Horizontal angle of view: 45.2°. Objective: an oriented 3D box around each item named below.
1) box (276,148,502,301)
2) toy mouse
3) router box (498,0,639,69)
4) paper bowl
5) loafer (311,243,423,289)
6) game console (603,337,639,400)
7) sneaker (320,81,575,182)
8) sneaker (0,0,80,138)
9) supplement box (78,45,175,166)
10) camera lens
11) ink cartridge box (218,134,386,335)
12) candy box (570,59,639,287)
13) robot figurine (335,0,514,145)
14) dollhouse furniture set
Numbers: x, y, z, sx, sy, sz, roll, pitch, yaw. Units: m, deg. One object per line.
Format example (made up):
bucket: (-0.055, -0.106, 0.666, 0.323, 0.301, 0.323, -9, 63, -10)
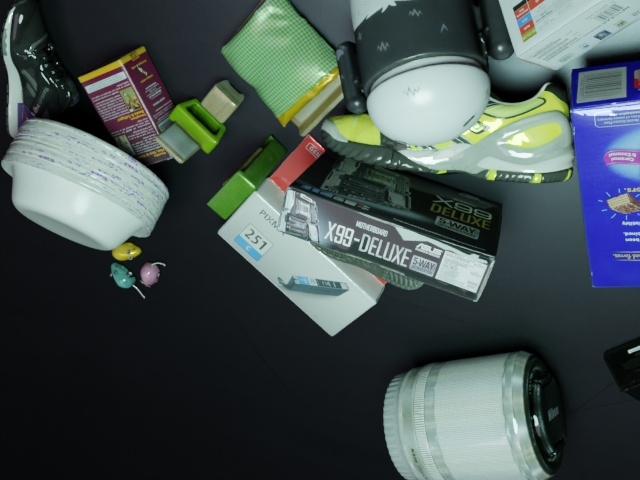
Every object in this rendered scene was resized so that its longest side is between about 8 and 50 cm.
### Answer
box: (0.117, -0.035, 1.175, 0.307, 0.242, 0.076, 20, 115, 9)
toy mouse: (-0.392, 0.071, 1.613, 0.161, 0.031, 0.143, 8, 124, 19)
router box: (0.322, -0.400, 0.819, 0.335, 0.082, 0.301, -30, 65, 46)
paper bowl: (-0.427, -0.084, 1.371, 0.284, 0.148, 0.284, 20, 164, 6)
loafer: (0.073, -0.007, 1.300, 0.251, 0.087, 0.094, 30, 143, 5)
game console: (0.563, 0.212, 1.297, 0.122, 0.071, 0.107, -34, 74, 35)
sneaker: (0.187, -0.171, 1.160, 0.385, 0.145, 0.147, 7, 97, 20)
sneaker: (-0.492, -0.302, 1.390, 0.124, 0.107, 0.283, 13, 130, -2)
supplement box: (-0.323, -0.230, 1.356, 0.104, 0.081, 0.188, -13, 115, 30)
camera lens: (0.277, 0.317, 1.359, 0.274, 0.219, 0.219, -13, 115, 30)
ink cartridge box: (0.000, 0.000, 1.374, 0.296, 0.066, 0.261, 42, 128, -6)
candy box: (0.491, -0.086, 1.041, 0.268, 0.122, 0.317, -2, 128, 23)
robot figurine: (0.134, -0.265, 1.036, 0.174, 0.278, 0.209, -3, 166, -19)
dollhouse furniture set: (-0.113, -0.215, 1.229, 0.197, 0.151, 0.301, 44, 127, -7)
